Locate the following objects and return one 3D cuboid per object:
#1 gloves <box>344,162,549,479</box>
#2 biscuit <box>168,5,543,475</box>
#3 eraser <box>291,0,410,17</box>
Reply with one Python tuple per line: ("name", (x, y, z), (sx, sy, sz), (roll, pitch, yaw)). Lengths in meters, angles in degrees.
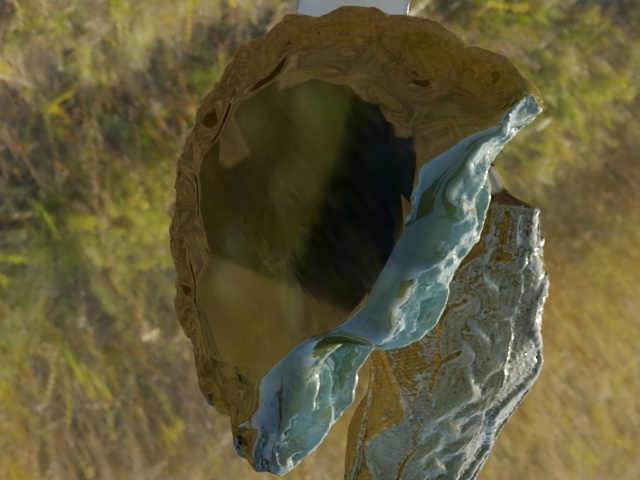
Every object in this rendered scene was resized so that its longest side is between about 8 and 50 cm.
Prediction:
("gloves", (0.124, 0.097, 1.306), (0.203, 0.155, 0.356), (-3, 107, -34))
("biscuit", (0.000, 0.000, 0.967), (0.078, 0.329, 0.335), (9, 87, -44))
("eraser", (0.022, -0.166, 1.226), (0.103, 0.023, 0.150), (5, 102, -17))
